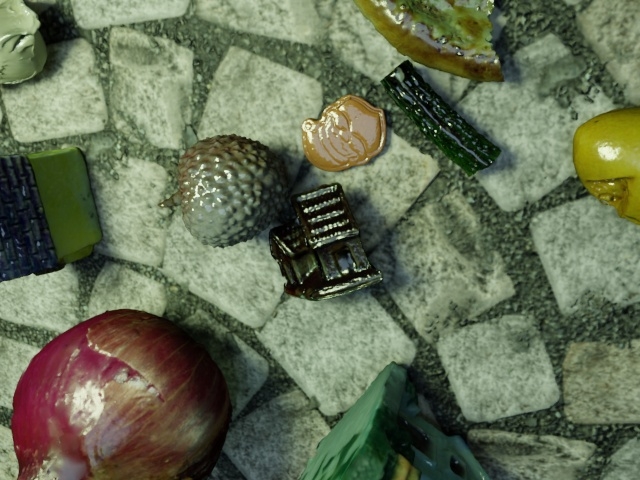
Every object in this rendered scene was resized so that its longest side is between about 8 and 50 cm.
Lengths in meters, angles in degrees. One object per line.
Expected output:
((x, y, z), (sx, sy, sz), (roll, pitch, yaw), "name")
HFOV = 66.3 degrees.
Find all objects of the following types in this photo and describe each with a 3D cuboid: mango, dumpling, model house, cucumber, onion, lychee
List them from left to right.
((-0.488, -0.312, 0.753), (0.188, 0.108, 0.127), (-20, 74, 30), "dumpling")
((-0.484, -0.035, 0.764), (0.170, 0.211, 0.194), (-3, 105, 11), "model house")
((-0.330, 0.295, 0.727), (0.348, 0.385, 0.348), (11, 118, 22), "onion")
((-0.142, -0.070, 0.704), (0.197, 0.165, 0.165), (-4, 104, -3), "lychee")
((-0.007, 0.002, 0.723), (0.165, 0.106, 0.152), (-18, 101, 12), "model house")
((0.134, 0.413, 0.699), (0.329, 0.295, 0.252), (41, 113, 3), "model house")
((0.160, -0.166, 0.671), (0.187, 0.058, 0.058), (44, 109, -1), "cucumber")
((0.445, -0.088, 0.593), (0.262, 0.130, 0.167), (8, 103, 15), "mango")

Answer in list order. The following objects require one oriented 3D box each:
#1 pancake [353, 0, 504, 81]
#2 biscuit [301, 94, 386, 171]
((0.131, -0.361, 0.628), (0.197, 0.054, 0.376), (-38, 95, 18), "pancake")
((0.035, -0.155, 0.719), (0.130, 0.019, 0.102), (-20, 100, 15), "biscuit")
